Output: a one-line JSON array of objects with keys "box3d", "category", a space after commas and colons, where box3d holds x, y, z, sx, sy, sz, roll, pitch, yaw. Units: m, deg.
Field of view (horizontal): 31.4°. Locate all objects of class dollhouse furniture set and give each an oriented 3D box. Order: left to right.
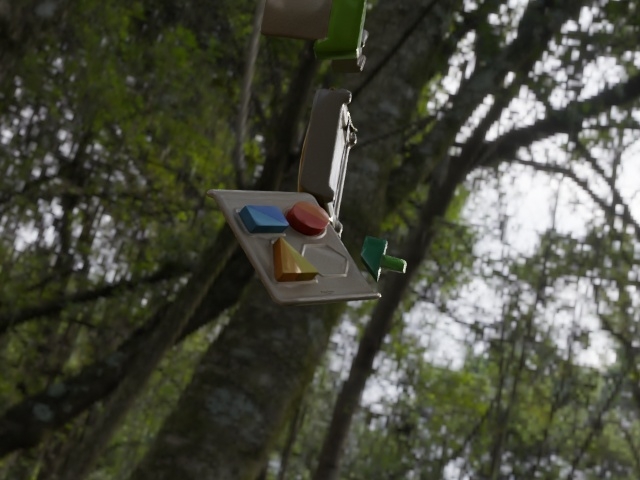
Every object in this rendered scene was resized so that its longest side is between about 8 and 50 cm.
[{"box3d": [-0.009, -0.082, 0.577, 0.058, 0.152, 0.076, 8, -12, 6], "category": "dollhouse furniture set"}]

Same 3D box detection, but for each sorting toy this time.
[{"box3d": [0.000, 0.000, 0.453, 0.083, 0.062, 0.012, -1, -43, -49], "category": "sorting toy"}]
